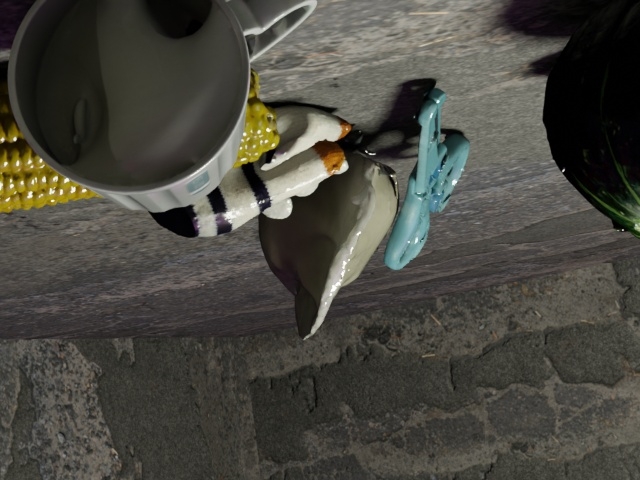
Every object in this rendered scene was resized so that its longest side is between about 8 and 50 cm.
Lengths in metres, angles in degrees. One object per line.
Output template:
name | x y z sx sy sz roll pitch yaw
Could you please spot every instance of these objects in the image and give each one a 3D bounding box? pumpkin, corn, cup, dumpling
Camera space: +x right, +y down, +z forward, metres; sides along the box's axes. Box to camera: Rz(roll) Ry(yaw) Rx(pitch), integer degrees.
pumpkin | 0.345 -0.125 1.285 0.296 0.296 0.296 -8 171 -1
corn | -0.217 -0.089 1.295 0.363 0.120 0.120 -6 171 -10
cup | -0.108 -0.107 1.130 0.221 0.167 0.202 -4 174 -2
dumpling | -0.010 -0.015 1.733 0.204 0.163 0.293 -50 -175 -14

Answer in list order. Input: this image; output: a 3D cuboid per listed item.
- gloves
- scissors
gloves | -0.069 -0.083 1.537 0.218 0.131 0.140 -37 179 -24
scissors | 0.124 -0.081 1.675 0.032 0.180 0.393 27 164 11
